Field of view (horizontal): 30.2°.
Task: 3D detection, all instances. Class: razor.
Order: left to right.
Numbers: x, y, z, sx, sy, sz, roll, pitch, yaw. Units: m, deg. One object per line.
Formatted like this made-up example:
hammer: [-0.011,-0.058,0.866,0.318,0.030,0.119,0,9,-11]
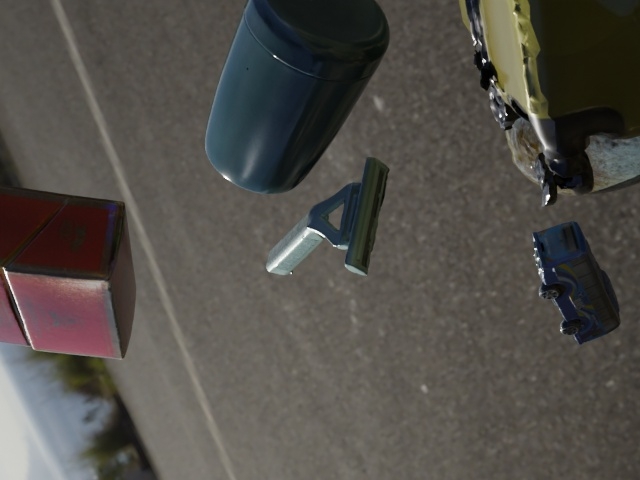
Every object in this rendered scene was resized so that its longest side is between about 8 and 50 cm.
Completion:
razor: [-0.010,-0.003,1.242,0.278,0.056,0.111,152,132,-66]

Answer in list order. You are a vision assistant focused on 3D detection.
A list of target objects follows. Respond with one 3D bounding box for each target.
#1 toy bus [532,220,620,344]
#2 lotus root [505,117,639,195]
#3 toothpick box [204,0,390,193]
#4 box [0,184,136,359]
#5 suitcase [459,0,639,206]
toy bus: [0.243,0.043,1.133,0.153,0.061,0.051,51,-154,-47]
lotus root: [0.291,-0.139,1.005,0.140,0.158,0.322,33,147,-23]
toothpick box: [-0.029,-0.130,1.007,0.120,0.120,0.184,55,136,27]
box: [-0.188,0.013,0.622,0.112,0.175,0.048,99,179,-62]
suitcase: [0.141,-0.155,0.468,0.143,0.193,0.235,-105,-1,-56]
